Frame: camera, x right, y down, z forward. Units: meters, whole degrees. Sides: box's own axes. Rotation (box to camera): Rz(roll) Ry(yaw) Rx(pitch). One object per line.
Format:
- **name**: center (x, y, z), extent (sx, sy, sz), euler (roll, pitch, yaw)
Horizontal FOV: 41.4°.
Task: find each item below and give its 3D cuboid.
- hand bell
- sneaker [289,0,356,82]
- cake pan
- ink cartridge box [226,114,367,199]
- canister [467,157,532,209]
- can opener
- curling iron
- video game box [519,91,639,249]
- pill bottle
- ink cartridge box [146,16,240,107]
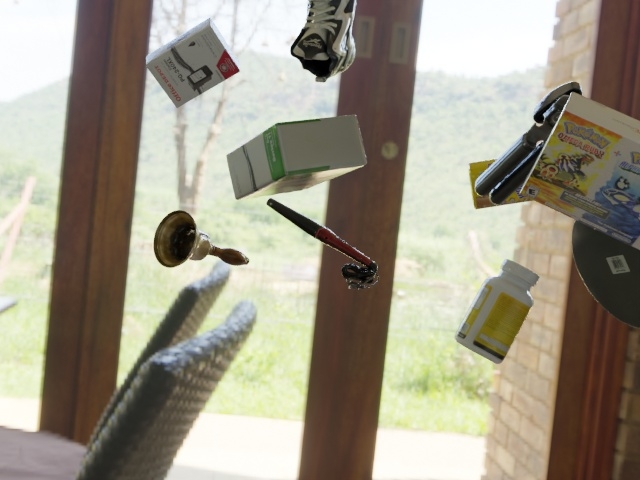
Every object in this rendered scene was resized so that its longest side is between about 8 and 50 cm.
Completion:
- **hand bell**: center (-0.240, 0.023, 1.880), extent (0.126, 0.126, 0.242), euler (8, -9, 37)
- **sneaker**: center (0.001, -0.406, 1.598), extent (0.094, 0.234, 0.153), euler (12, 39, 16)
- **cake pan**: center (0.572, 0.038, 1.568), extent (0.054, 0.293, 0.293), euler (-24, 13, -20)
- **ink cartridge box**: center (-0.045, -0.134, 1.396), extent (0.153, 0.086, 0.208), euler (-11, -3, -30)
- **canister**: center (0.447, -0.143, 2.042), extent (0.170, 0.126, 0.073), euler (-9, 31, 9)
- **can opener**: center (0.407, -0.187, 1.630), extent (0.076, 0.095, 0.283), euler (28, -46, -15)
- **curling iron**: center (0.000, 0.000, 1.647), extent (0.274, 0.068, 0.035), euler (40, -18, 14)
- **video game box**: center (0.406, -0.091, 1.184), extent (0.205, 0.048, 0.187), euler (26, -37, 10)
- **pill bottle**: center (0.337, 0.132, 1.600), extent (0.103, 0.184, 0.103), euler (29, 0, 0)
- **ink cartridge box**: center (-0.248, -0.343, 1.647), extent (0.151, 0.109, 0.063), euler (-29, 31, 10)
